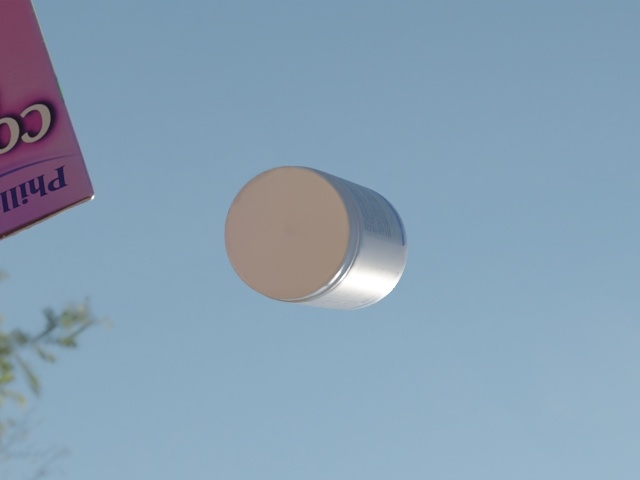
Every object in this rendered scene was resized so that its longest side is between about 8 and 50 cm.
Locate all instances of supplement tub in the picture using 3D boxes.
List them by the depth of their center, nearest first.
[{"bbox_3d":[0.000,0.000,0.888,0.071,0.107,0.071,-2,-96,19],"label":"supplement tub"}]

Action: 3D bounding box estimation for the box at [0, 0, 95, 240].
[{"bbox_3d":[-0.225,-0.137,0.794,0.213,0.117,0.243,41,-28,53],"label":"box"}]
